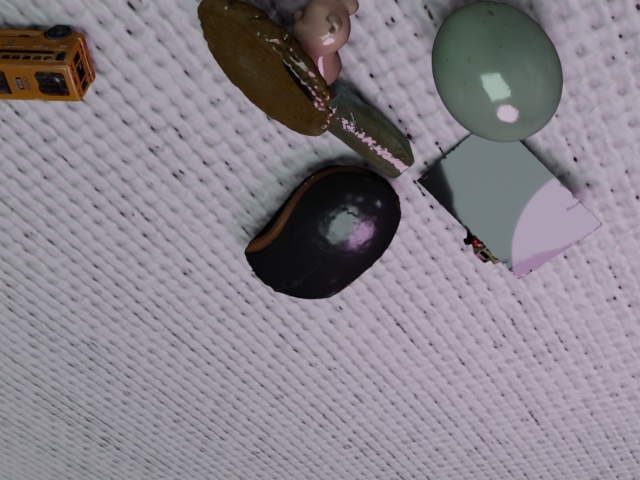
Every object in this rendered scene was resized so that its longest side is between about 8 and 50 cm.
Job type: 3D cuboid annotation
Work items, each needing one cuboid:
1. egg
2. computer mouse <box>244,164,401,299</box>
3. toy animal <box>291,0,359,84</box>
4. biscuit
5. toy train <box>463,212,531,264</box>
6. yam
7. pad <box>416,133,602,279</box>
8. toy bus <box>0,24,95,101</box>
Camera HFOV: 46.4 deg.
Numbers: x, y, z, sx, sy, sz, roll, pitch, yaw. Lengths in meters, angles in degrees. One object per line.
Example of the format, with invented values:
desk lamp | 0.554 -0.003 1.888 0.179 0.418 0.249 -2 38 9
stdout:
egg | 0.220 -0.210 0.935 0.149 0.149 0.192 -27 121 31
computer mouse | -0.001 0.003 1.222 0.183 0.116 0.323 28 134 -16
toy animal | 0.002 -0.255 0.968 0.089 0.083 0.150 1 150 -13
biscuit | -0.069 -0.223 0.956 0.226 0.042 0.226 39 167 11
toy train | 0.304 -0.016 1.211 0.138 0.050 0.087 -30 131 31
yam | 0.062 -0.158 1.071 0.169 0.068 0.068 32 132 -26
pad | 0.286 -0.059 1.141 0.243 0.004 0.164 42 124 -12
toy bus | -0.418 -0.240 1.024 0.195 0.088 0.083 2 138 4
